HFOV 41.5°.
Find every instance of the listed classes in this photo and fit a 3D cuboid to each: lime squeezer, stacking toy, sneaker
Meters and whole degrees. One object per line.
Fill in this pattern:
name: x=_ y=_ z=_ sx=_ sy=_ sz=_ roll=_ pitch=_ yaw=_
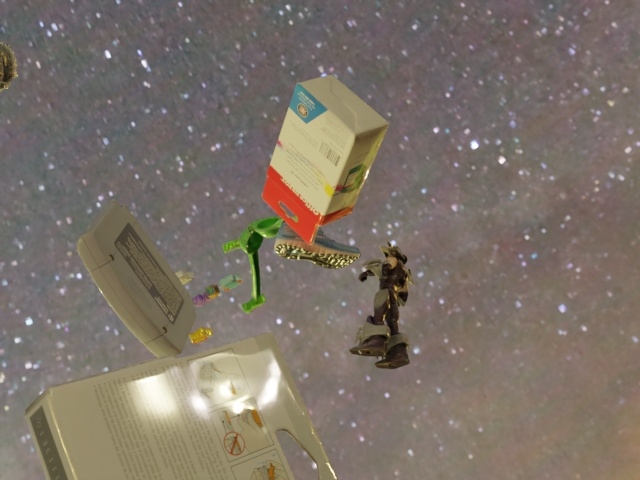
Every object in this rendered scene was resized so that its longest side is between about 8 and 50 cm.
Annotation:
lime squeezer: x=-0.100 y=0.004 z=1.634 sx=0.059 sy=0.110 sz=0.310 roll=-18 pitch=-20 yaw=-40
stacking toy: x=-0.233 y=0.115 z=1.927 sx=0.221 sy=0.167 sz=0.052 roll=-30 pitch=-22 yaw=21
sneaker: x=0.000 y=0.000 z=1.468 sx=0.162 sy=0.073 sz=0.063 roll=16 pitch=-29 yaw=-26

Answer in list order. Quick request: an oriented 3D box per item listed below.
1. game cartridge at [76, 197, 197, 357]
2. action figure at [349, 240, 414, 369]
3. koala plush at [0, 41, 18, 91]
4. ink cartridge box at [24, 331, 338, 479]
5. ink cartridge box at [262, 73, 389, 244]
game cartridge: x=-0.351 y=0.079 z=1.633 sx=0.062 sy=0.198 sz=0.297 roll=-24 pitch=-69 yaw=20
action figure: x=0.141 y=0.126 z=1.812 sx=0.099 sy=0.285 sz=0.185 roll=-12 pitch=-39 yaw=31
koala plush: x=-0.533 y=-0.206 z=1.209 sx=0.221 sy=0.203 sz=0.196 roll=-55 pitch=-7 yaw=0
ink cartridge box: x=-0.093 y=0.231 z=0.729 sx=0.239 sy=0.275 sz=0.060 roll=-10 pitch=-22 yaw=-45
ink cartridge box: x=0.000 y=-0.121 z=1.306 sx=0.078 sy=0.134 sz=0.231 roll=-24 pitch=-31 yaw=-40
